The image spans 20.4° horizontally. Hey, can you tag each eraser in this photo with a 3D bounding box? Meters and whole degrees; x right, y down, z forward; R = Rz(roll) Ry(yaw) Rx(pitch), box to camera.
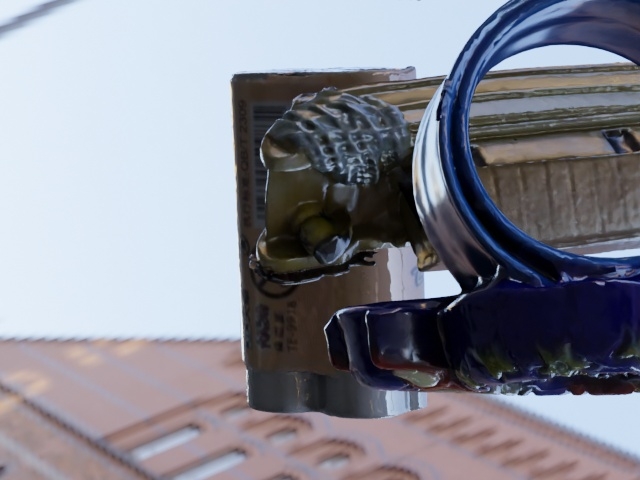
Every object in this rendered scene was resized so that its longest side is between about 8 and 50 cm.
[{"bbox_3d":[0.000,0.000,1.509,0.171,0.087,0.290,2,-81,28],"label":"eraser"}]

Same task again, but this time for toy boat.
[{"bbox_3d":[0.168,-0.055,1.267,0.162,0.445,0.136,-117,-155,-50],"label":"toy boat"}]

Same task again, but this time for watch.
[{"bbox_3d":[0.120,-0.022,0.877,0.171,0.196,0.200,154,-59,-75],"label":"watch"}]
